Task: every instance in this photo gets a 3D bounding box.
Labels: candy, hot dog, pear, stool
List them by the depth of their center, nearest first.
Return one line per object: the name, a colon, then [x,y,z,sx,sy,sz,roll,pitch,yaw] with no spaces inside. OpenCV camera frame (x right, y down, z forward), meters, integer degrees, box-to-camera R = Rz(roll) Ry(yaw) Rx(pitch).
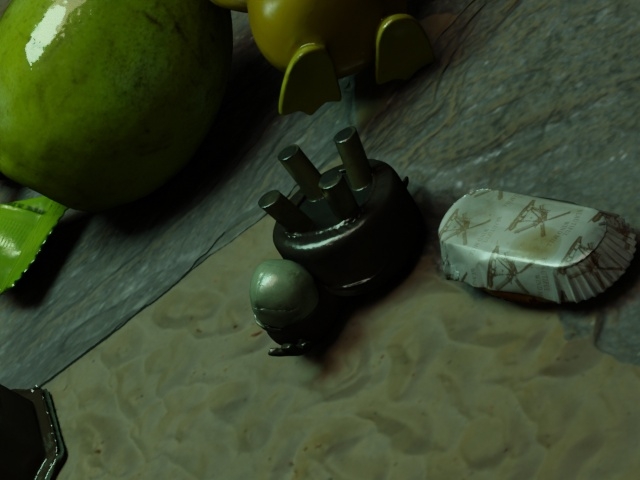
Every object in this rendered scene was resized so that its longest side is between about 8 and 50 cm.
hot dog: [0.170,0.005,1.430,0.192,0.053,0.099,9,60,47]
stool: [0.000,0.000,1.556,0.125,0.121,0.217,12,56,50]
pear: [-0.215,-0.179,1.855,0.307,0.253,0.253,-55,34,-1]
candy: [-0.370,0.006,1.981,0.246,0.069,0.149,-6,50,44]

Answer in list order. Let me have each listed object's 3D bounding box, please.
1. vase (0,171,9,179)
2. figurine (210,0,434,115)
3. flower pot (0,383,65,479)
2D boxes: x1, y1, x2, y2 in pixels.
vase: [-0.386,-0.105,2.050,0.120,0.120,0.183,-20,21,31]
figurine: [-0.009,-0.248,1.762,0.215,0.215,0.228,-43,28,0]
flower pot: [-0.369,0.227,1.714,0.251,0.084,0.179,-39,33,7]
